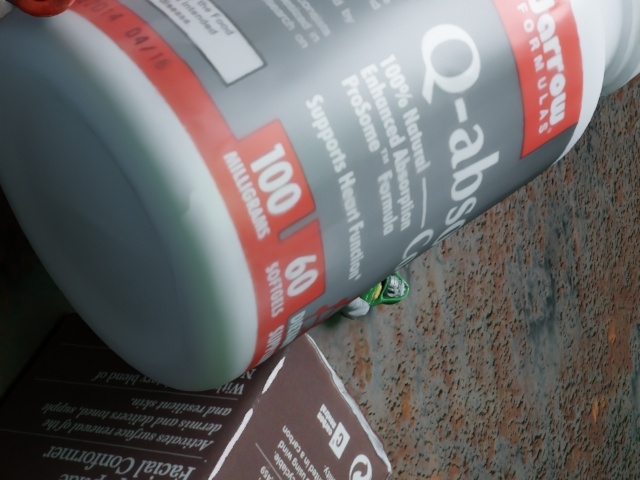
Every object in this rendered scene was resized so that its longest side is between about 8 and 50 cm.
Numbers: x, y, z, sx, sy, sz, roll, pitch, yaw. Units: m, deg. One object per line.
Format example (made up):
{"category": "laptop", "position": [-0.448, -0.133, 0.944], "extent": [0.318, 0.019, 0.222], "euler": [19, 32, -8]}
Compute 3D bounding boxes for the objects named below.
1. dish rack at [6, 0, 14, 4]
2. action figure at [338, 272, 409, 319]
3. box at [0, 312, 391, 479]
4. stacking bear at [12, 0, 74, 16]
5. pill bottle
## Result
{"category": "dish rack", "position": [-0.157, -0.219, 0.705], "extent": [0.208, 0.074, 0.271], "euler": [36, 84, -50]}
{"category": "action figure", "position": [0.000, 0.000, 0.992], "extent": [0.232, 0.063, 0.137], "euler": [35, 60, -52]}
{"category": "box", "position": [-0.138, 0.219, 0.706], "extent": [0.143, 0.191, 0.381], "euler": [59, 47, -35]}
{"category": "stacking bear", "position": [-0.203, -0.203, 0.532], "extent": [0.289, 0.164, 0.175], "euler": [32, 99, -17]}
{"category": "pill bottle", "position": [0.020, -0.095, 0.731], "extent": [0.363, 0.210, 0.210], "euler": [-33, 118, -27]}
